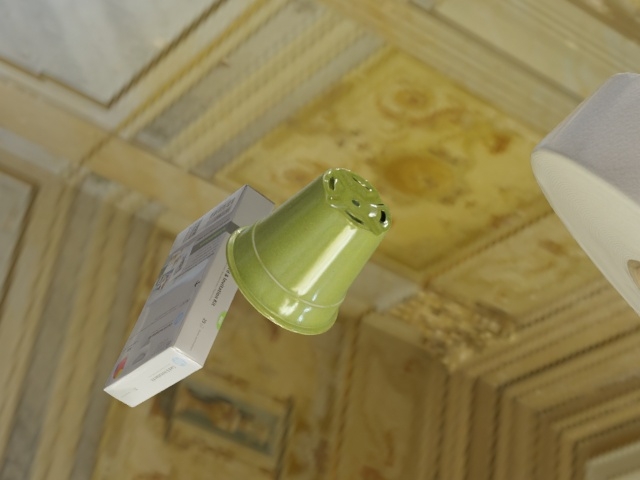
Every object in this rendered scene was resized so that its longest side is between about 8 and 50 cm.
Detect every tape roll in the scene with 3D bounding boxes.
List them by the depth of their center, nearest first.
[{"bbox_3d":[0.281,0.063,0.868,0.072,0.392,0.392,-43,-153,0],"label":"tape roll"}]

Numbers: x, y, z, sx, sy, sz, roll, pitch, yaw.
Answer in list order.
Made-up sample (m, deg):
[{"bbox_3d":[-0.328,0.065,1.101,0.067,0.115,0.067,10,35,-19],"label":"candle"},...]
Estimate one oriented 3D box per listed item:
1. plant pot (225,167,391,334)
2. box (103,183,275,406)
[{"bbox_3d":[0.000,0.000,0.877,0.079,0.083,0.083,-46,-149,31],"label":"plant pot"},{"bbox_3d":[-0.121,0.051,1.357,0.145,0.038,0.186,-33,-152,51],"label":"box"}]
